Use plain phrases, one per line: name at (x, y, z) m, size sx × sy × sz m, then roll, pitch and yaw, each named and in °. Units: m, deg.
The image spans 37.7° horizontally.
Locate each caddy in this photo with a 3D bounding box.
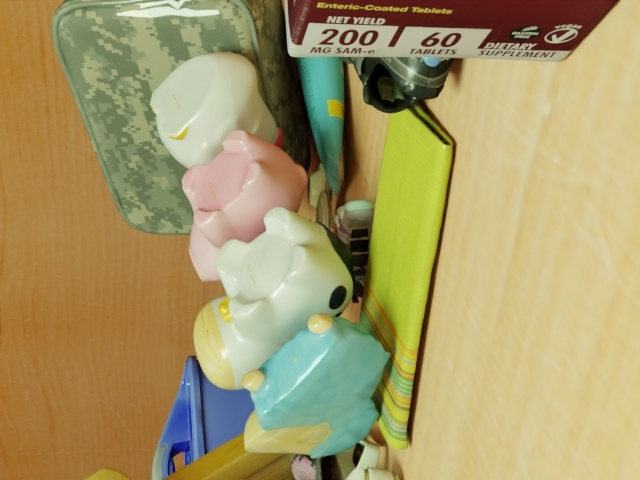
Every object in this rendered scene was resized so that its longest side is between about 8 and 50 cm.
caddy at (-0.132, 0.310, 1.241) m, size 0.341 × 0.179 × 0.241 m, roll -103°, pitch 17°, yaw -49°

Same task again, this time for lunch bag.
lunch bag at (-0.120, -0.185, 0.988) m, size 0.256 × 0.213 × 0.305 m, roll -78°, pitch -19°, yaw -46°

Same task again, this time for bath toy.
bath toy at (-0.051, -0.002, 0.756) m, size 0.151 × 0.129 × 0.348 m, roll -36°, pitch 51°, yaw 19°

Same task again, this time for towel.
towel at (0.058, 0.025, 0.660) m, size 0.102 × 0.021 × 0.237 m, roll -120°, pitch 32°, yaw -58°

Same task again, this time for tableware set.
tableware set at (0.000, 0.000, 0.954) m, size 0.141 × 0.020 × 0.168 m, roll -102°, pitch 15°, yaw -54°

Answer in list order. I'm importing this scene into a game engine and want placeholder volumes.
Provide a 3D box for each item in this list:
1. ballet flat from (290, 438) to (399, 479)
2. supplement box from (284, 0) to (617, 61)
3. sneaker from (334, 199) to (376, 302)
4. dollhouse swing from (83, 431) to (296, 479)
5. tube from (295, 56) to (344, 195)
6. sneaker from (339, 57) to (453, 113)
ballet flat at (0.026, 0.197, 0.719) m, size 0.079 × 0.077 × 0.221 m, roll -64°, pitch 16°, yaw 8°
supplement box at (0.066, -0.143, 0.309) m, size 0.239 × 0.130 × 0.073 m, roll 120°, pitch 147°, yaw -71°
sneaker at (0.033, 0.016, 0.747) m, size 0.098 × 0.038 × 0.069 m, roll 91°, pitch 171°, yaw -59°
dollhouse swing at (-0.076, 0.374, 0.764) m, size 0.315 × 0.305 × 0.346 m, roll 33°, pitch 128°, yaw 50°
tube at (0.001, -0.150, 0.872) m, size 0.080 × 0.052 × 0.207 m, roll 73°, pitch -170°, yaw -75°
sneaker at (0.039, -0.125, 0.617) m, size 0.188 × 0.067 × 0.078 m, roll -138°, pitch 55°, yaw -72°
